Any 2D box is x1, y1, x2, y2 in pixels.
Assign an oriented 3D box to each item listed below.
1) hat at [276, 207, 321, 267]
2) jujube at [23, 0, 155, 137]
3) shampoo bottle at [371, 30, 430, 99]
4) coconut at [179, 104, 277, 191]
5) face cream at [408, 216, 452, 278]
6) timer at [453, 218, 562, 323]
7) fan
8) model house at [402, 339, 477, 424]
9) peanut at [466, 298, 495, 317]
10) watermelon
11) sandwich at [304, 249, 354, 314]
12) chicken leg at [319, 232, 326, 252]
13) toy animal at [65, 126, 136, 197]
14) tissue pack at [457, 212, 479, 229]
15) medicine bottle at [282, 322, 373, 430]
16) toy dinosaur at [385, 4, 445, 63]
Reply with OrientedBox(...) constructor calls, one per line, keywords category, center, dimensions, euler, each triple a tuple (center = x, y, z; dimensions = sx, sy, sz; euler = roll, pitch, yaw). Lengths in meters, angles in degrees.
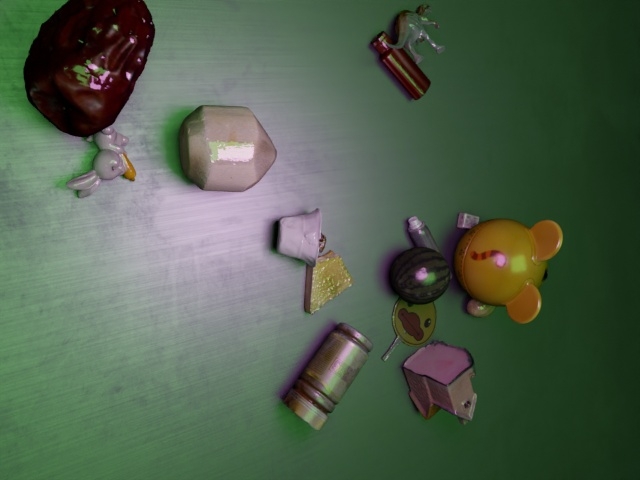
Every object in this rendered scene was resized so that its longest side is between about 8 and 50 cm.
OrientedBox(category="hat", center=(-0.071, -0.012, 1.415), dimensions=(0.126, 0.203, 0.203), euler=(4, 90, -6))
OrientedBox(category="jujube", center=(-0.544, -0.436, 1.081), dimensions=(0.258, 0.258, 0.376), euler=(19, 77, -28))
OrientedBox(category="shampoo bottle", center=(0.288, -0.629, 1.623), dimensions=(0.260, 0.064, 0.102), euler=(40, 64, -24))
OrientedBox(category="coconut", center=(-0.250, -0.251, 1.258), dimensions=(0.266, 0.237, 0.237), euler=(-4, 94, -29))
OrientedBox(category="face cream", center=(0.409, 0.036, 1.715), dimensions=(0.073, 0.073, 0.283), euler=(-39, 109, -21))
OrientedBox(category="timer", center=(0.703, 0.094, 1.695), dimensions=(0.376, 0.387, 0.376), euler=(-4, 101, -24))
OrientedBox(category="fan", center=(0.340, 0.326, 1.726), dimensions=(0.335, 0.011, 0.229), euler=(-49, 113, -18))
OrientedBox(category="model house", center=(0.473, 0.541, 1.689), dimensions=(0.202, 0.237, 0.237), euler=(-29, 110, -31))
OrientedBox(category="peanut", center=(0.693, 0.253, 1.869), dimensions=(0.214, 0.090, 0.098), euler=(-27, 93, -24))
OrientedBox(category="watermelon", center=(0.356, 0.125, 1.618), dimensions=(0.212, 0.212, 0.212), euler=(-1, 93, -28))
OrientedBox(category="sandwich", center=(-0.001, 0.127, 1.510), dimensions=(0.193, 0.058, 0.162), euler=(-35, 106, -21))
OrientedBox(category="chicken leg", center=(0.002, 0.002, 1.523), dimensions=(0.036, 0.021, 0.083), euler=(8, 88, -13))
OrientedBox(category="toy animal", center=(-0.565, -0.195, 1.185), dimensions=(0.127, 0.131, 0.181), euler=(5, 82, 3))
OrientedBox(category="tissue pack", center=(0.596, -0.075, 1.828), dimensions=(0.083, 0.042, 0.062), euler=(10, 88, -29))
OrientedBox(category="medicine bottle", center=(0.030, 0.438, 1.484), dimensions=(0.151, 0.151, 0.322), euler=(44, 73, -23))
OrientedBox(category="toy dinosaur", center=(0.322, -0.718, 1.595), dimensions=(0.393, 0.092, 0.205), euler=(-35, 90, -32))
